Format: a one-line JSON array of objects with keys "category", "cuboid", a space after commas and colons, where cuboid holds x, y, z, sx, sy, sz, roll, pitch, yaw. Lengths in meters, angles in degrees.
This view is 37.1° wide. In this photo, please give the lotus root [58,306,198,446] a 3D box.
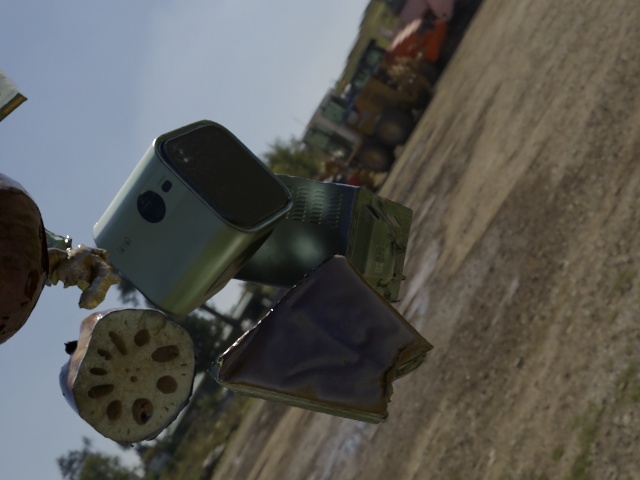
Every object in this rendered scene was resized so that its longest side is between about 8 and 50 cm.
[{"category": "lotus root", "cuboid": [-0.389, 0.244, 1.829, 0.192, 0.272, 0.272, 6, 59, 48]}]

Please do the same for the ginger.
[{"category": "ginger", "cuboid": [-0.400, 0.054, 1.414, 0.176, 0.193, 0.052, -51, -17, -51]}]

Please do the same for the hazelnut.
[{"category": "hazelnut", "cuboid": [-0.367, 0.032, 0.955, 0.202, 0.170, 0.160, -40, 22, 24]}]

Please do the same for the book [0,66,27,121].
[{"category": "book", "cuboid": [-0.567, -0.153, 1.368, 0.289, 0.201, 0.026, -41, -43, -6]}]

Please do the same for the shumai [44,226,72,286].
[{"category": "shumai", "cuboid": [-0.678, -0.008, 2.125, 0.260, 0.222, 0.225, 82, -171, -71]}]

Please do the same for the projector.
[{"category": "projector", "cuboid": [-0.237, -0.044, 1.789, 0.249, 0.248, 0.248, -49, -6, 30]}]

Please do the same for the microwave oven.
[{"category": "microwave oven", "cuboid": [0.000, 0.000, 2.127, 0.432, 0.375, 0.236, 12, -91, -70]}]

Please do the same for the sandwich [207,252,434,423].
[{"category": "sandwich", "cuboid": [0.007, 0.170, 1.238, 0.227, 0.198, 0.155, -41, -13, -11]}]
